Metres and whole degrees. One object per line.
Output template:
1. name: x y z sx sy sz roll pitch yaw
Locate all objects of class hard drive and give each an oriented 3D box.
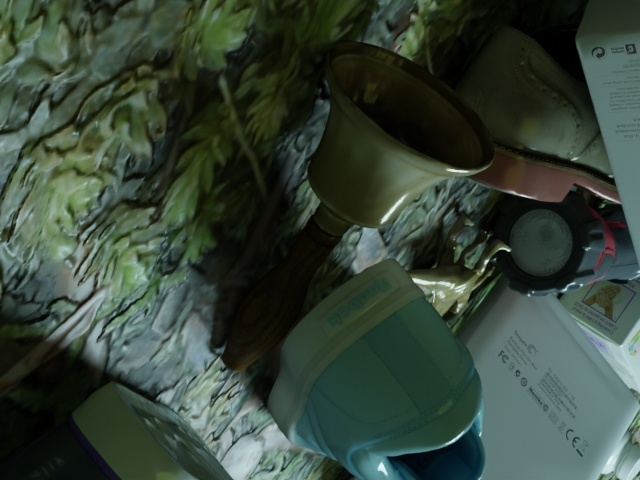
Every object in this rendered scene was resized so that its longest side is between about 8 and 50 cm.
1. hard drive: 0.168 0.198 1.350 0.307 0.203 0.040 -50 -161 -30

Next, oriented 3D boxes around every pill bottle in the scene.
1. pill bottle: 0.360 0.259 1.857 0.067 0.120 0.067 -41 152 -28

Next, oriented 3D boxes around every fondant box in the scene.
1. fondant box: 0.423 0.000 1.694 0.330 0.096 0.238 -55 154 -5

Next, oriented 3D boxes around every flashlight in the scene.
1. flashlight: 0.258 0.000 1.409 0.304 0.103 0.103 -4 83 -65

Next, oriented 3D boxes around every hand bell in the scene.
1. hand bell: 0.000 0.000 0.968 0.126 0.126 0.242 -15 145 -54

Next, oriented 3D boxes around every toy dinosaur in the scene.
1. toy dinosaur: 0.116 0.029 1.235 0.093 0.053 0.183 -56 155 4

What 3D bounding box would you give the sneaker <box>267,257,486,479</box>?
1. sneaker: 0.049 0.138 1.070 0.135 0.150 0.366 -34 166 -5

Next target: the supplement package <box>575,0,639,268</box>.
1. supplement package: 0.340 -0.114 1.112 0.263 0.199 0.198 66 35 -35

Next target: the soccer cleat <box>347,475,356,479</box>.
1. soccer cleat: 0.059 0.340 1.435 0.143 0.116 0.331 -42 151 -12

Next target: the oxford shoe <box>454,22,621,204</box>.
1. oxford shoe: 0.219 -0.107 1.180 0.348 0.123 0.130 -7 121 -59

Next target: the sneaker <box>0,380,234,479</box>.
1. sneaker: -0.157 0.223 0.924 0.236 0.130 0.323 -43 158 -5
